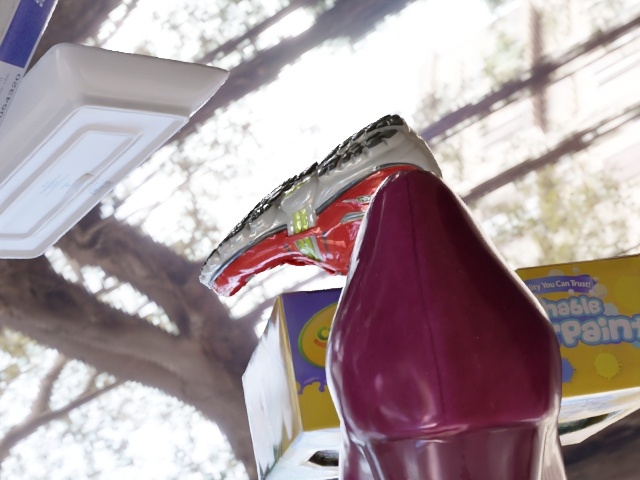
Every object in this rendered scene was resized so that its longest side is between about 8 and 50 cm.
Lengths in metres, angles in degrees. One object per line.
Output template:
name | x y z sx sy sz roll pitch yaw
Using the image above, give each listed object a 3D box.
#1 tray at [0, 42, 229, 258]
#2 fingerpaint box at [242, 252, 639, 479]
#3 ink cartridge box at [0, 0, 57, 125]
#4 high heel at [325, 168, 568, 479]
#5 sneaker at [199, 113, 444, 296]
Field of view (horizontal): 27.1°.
tray | -0.193 -0.049 0.952 0.145 0.270 0.030 1 -118 -45
fingerpaint box | 0.153 0.165 1.575 0.444 0.371 0.163 -6 -109 -12
ink cartridge box | -0.328 -0.144 0.758 0.330 0.324 0.071 25 -175 6
high heel | 0.063 0.062 0.667 0.377 0.127 0.181 163 101 -88
sneaker | 0.000 0.000 1.196 0.118 0.279 0.107 52 -142 -8
